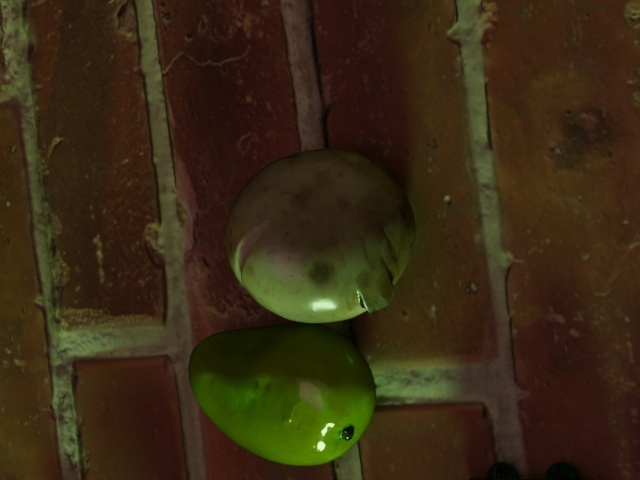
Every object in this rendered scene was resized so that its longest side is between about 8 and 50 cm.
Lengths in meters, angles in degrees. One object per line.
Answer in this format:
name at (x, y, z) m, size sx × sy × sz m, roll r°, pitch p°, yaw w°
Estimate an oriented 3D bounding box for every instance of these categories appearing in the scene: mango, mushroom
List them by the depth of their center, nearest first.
mushroom at (0.000, 0.000, 1.777) m, size 0.255 × 0.255 × 0.184 m, roll 42°, pitch 148°, yaw 21°
mango at (-0.047, 0.203, 1.853) m, size 0.273 × 0.149 × 0.185 m, roll -7°, pitch 97°, yaw 37°

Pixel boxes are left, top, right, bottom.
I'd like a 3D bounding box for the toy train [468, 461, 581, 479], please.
toy train at (0.252, 0.349, 1.723) m, size 0.228 × 0.091 × 0.136 m, roll -2°, pitch 104°, yaw 30°
